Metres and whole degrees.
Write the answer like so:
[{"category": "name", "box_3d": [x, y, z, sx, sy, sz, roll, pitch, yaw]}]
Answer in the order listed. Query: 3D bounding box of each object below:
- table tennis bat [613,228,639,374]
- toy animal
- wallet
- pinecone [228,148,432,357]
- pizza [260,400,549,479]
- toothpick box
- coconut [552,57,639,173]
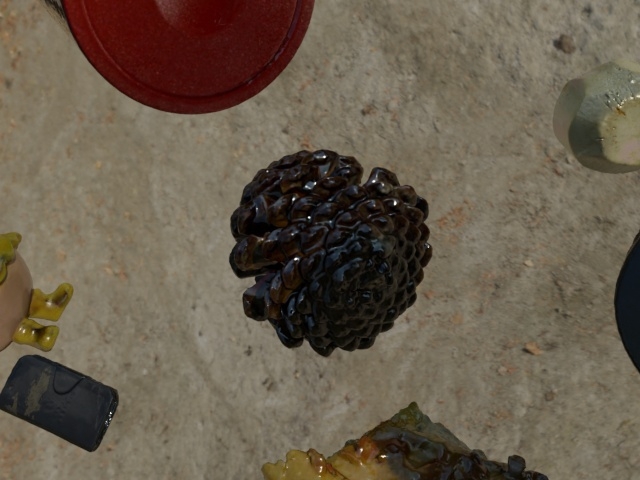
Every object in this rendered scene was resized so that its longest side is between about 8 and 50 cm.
[{"category": "table tennis bat", "box_3d": [0.290, -0.007, 0.329, 0.173, 0.022, 0.301, 44, 121, 16]}, {"category": "toy animal", "box_3d": [-0.338, 0.038, 0.546, 0.156, 0.229, 0.156, -54, 24, 37]}, {"category": "wallet", "box_3d": [-0.329, 0.200, 0.798, 0.156, 0.018, 0.082, 18, 77, 18]}, {"category": "pinecone", "box_3d": [-0.003, 0.002, 0.796, 0.246, 0.246, 0.292, -63, 26, 8]}, {"category": "pizza", "box_3d": [0.096, 0.185, 0.411, 0.271, 0.134, 0.056, 28, 136, 6]}, {"category": "toothpick box", "box_3d": [-0.168, -0.264, 0.590, 0.204, 0.204, 0.333, -59, 42, 11]}, {"category": "coconut", "box_3d": [0.595, -0.255, 1.297, 0.241, 0.241, 0.241, -8, 75, 35]}]
